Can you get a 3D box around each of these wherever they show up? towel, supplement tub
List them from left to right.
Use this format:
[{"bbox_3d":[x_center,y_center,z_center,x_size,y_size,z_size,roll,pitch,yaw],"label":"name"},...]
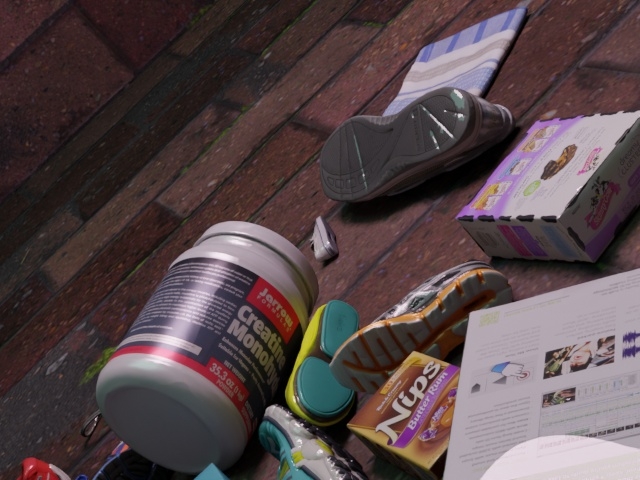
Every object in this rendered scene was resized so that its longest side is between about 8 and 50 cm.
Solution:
[{"bbox_3d":[-0.130,0.127,1.783,0.191,0.191,0.272,-21,29,44],"label":"supplement tub"},{"bbox_3d":[0.178,-0.227,2.167,0.209,0.034,0.285,-19,30,46],"label":"towel"}]

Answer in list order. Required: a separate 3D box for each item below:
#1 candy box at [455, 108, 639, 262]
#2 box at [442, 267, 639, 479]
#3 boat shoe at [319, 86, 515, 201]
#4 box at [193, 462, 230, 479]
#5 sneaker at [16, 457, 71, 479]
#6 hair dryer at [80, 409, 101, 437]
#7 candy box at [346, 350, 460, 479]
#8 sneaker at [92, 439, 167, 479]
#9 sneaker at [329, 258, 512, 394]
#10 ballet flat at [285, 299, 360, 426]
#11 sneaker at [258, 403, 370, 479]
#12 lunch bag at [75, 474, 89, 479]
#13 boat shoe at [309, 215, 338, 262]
[{"bbox_3d":[0.266,-0.058,1.611,0.165,0.070,0.196,-49,21,-18],"label":"candy box"},{"bbox_3d":[0.221,0.146,1.230,0.232,0.058,0.322,-17,28,23],"label":"box"},{"bbox_3d":[0.117,-0.122,1.985,0.320,0.103,0.118,-24,66,48],"label":"boat shoe"},{"bbox_3d":[-0.101,0.322,1.527,0.100,0.060,0.244,-44,20,-5],"label":"box"},{"bbox_3d":[-0.447,0.385,1.946,0.279,0.118,0.107,-41,20,3],"label":"sneaker"},{"bbox_3d":[-0.227,0.152,2.072,0.293,0.080,0.223,-50,21,-22],"label":"hair dryer"},{"bbox_3d":[0.111,0.177,1.446,0.109,0.053,0.186,-47,20,-13],"label":"candy box"},{"bbox_3d":[-0.228,0.283,1.838,0.087,0.083,0.221,-39,10,51],"label":"sneaker"},{"bbox_3d":[0.107,0.092,1.594,0.215,0.084,0.083,-29,20,7],"label":"sneaker"},{"bbox_3d":[-0.001,0.156,1.683,0.077,0.077,0.231,-55,9,30],"label":"ballet flat"},{"bbox_3d":[-0.019,0.247,1.478,0.110,0.107,0.275,-50,20,1],"label":"sneaker"},{"bbox_3d":[-0.261,0.360,1.644,0.151,0.129,0.096,-48,20,-17],"label":"lunch bag"},{"bbox_3d":[0.000,0.000,2.033,0.035,0.035,0.100,-35,28,11],"label":"boat shoe"}]
